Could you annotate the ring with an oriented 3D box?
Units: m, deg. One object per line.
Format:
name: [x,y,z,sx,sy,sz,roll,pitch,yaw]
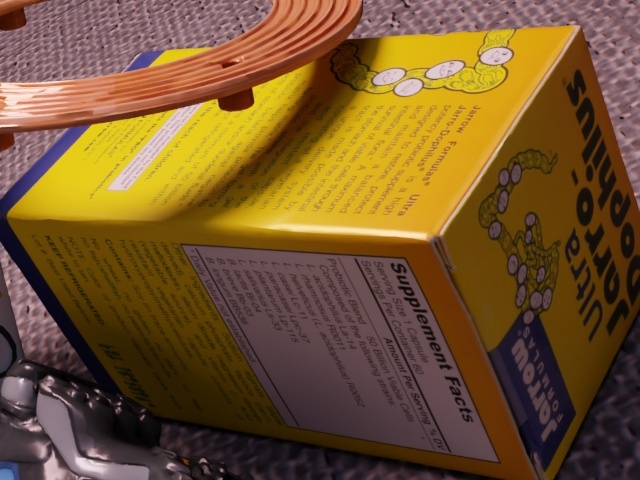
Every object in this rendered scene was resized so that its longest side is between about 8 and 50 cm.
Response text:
ring: [-0.138,-0.129,0.850,0.336,0.032,0.336,-5,26,3]

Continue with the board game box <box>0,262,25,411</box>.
board game box: [-0.310,0.025,0.930,0.142,0.275,0.144,-20,29,-23]

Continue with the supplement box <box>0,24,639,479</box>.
supplement box: [0.000,0.000,0.846,0.356,0.194,0.195,4,44,38]

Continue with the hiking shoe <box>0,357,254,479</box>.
hiking shoe: [-0.104,0.185,0.778,0.304,0.113,0.132,25,89,44]
